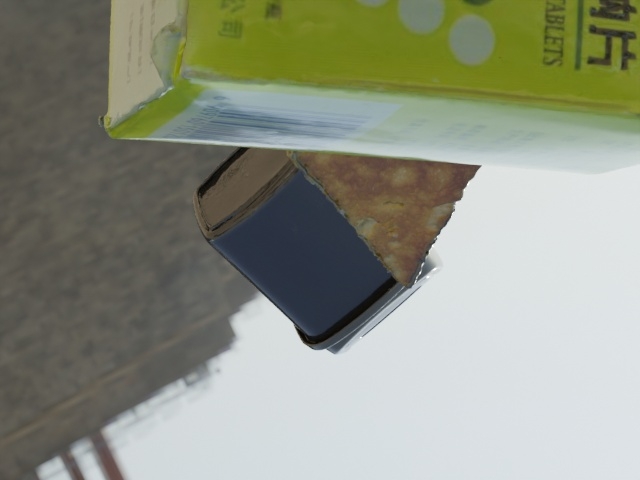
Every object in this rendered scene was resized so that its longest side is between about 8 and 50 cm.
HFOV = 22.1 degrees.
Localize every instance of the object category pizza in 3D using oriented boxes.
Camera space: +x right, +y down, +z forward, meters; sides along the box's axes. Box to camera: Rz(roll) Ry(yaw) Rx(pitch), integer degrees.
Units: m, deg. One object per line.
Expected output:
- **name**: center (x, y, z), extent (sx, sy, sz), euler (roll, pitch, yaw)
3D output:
- **pizza**: center (0.075, -0.046, 1.361), extent (0.184, 0.176, 0.036), euler (-17, -153, 1)

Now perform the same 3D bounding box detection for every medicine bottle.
- **medicine bottle**: center (0.042, -0.107, 0.682), extent (0.250, 0.137, 0.141), euler (4, 172, -20)

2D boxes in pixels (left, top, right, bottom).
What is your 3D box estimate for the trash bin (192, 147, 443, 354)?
- **trash bin**: center (0.000, 0.000, 2.030), extent (0.209, 0.290, 0.182), euler (-41, -148, 12)
